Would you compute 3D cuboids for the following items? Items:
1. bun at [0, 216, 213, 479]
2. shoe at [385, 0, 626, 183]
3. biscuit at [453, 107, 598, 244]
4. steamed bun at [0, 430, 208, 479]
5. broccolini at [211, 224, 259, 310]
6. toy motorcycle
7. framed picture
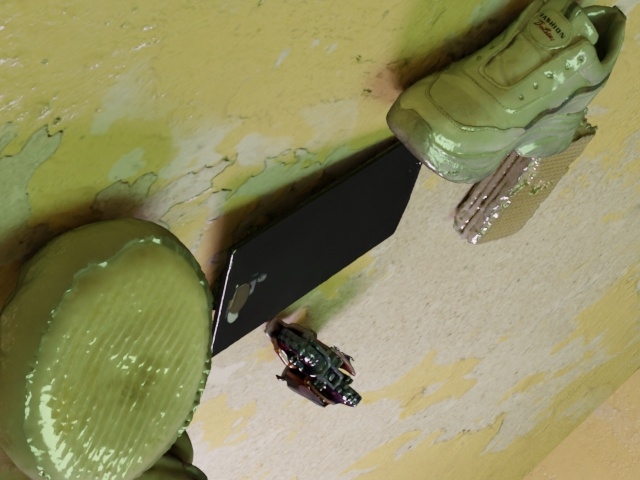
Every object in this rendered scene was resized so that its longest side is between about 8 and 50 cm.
[{"bbox_3d":[-0.237,0.116,1.605,0.287,0.146,0.287,-21,117,-48],"label":"bun"},{"bbox_3d":[0.220,-0.189,1.771,0.342,0.132,0.210,-16,146,-48],"label":"shoe"},{"bbox_3d":[0.272,-0.089,2.107,0.108,0.062,0.239,-15,148,-42],"label":"biscuit"},{"bbox_3d":[-0.240,0.274,1.791,0.206,0.275,0.320,-44,117,1],"label":"steamed bun"},{"bbox_3d":[-0.097,0.037,1.855,0.030,0.035,0.140,-20,151,-42],"label":"broccolini"},{"bbox_3d":[-0.020,0.163,2.130,0.084,0.118,0.212,-51,146,-8],"label":"toy motorcycle"},{"bbox_3d":[0.000,0.000,1.899,0.324,0.013,0.244,-32,157,-29],"label":"framed picture"}]
